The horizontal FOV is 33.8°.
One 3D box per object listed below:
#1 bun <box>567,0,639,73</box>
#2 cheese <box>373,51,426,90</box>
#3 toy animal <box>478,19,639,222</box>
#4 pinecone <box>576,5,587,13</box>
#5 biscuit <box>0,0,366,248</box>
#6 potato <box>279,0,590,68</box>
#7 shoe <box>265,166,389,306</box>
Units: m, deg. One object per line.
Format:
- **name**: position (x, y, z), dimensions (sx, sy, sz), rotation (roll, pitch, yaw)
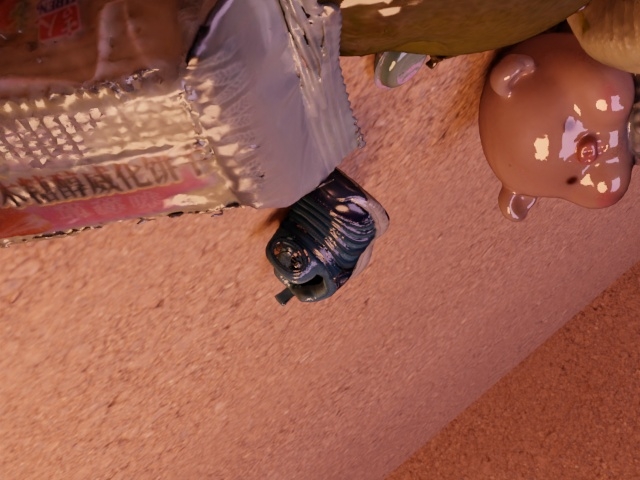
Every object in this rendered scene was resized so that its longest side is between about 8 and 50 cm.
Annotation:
- **bun**: position (0.301, -0.266, 0.891), dimensions (0.160, 0.259, 0.259), rotation (-7, 147, -15)
- **cheese**: position (0.072, -0.172, 0.926), dimensions (0.067, 0.026, 0.120), rotation (-39, 159, -16)
- **toy animal**: position (0.288, -0.162, 1.157), dimensions (0.221, 0.230, 0.210), rotation (-80, 158, -48)
- **pinecone**: position (0.174, -0.235, 0.839), dimensions (0.140, 0.140, 0.121), rotation (-46, 145, 4)
- **biscuit**: position (-0.138, -0.059, 0.496), dimensions (0.309, 0.079, 0.186), rotation (-7, 154, 5)
- **potato**: position (0.074, -0.248, 0.493), dimensions (0.270, 0.219, 0.359), rotation (0, 134, -32)
- **shoe**: position (0.000, 0.000, 1.026), dimensions (0.106, 0.091, 0.207), rotation (-41, 164, -25)
